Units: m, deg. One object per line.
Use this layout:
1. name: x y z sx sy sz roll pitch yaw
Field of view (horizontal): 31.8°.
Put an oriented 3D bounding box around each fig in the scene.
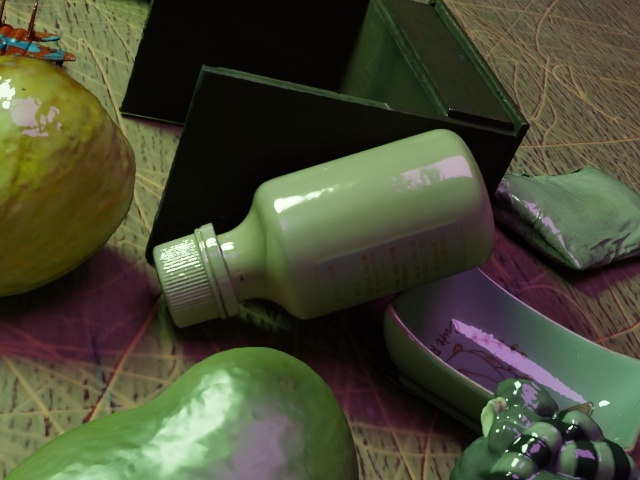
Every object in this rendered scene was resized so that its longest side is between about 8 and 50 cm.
1. fig: -0.220 -0.007 0.796 0.159 0.159 0.257 15 52 -14

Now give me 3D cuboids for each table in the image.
1. table: -0.013 -0.111 1.008 0.282 0.196 0.251 9 35 -22

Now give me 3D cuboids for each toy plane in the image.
1. toy plane: -0.297 -0.164 1.031 0.130 0.061 0.189 17 36 -12

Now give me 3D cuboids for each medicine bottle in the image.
1. medicine bottle: 0.000 0.000 0.860 0.252 0.114 0.114 -17 41 -6

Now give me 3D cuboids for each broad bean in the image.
1. broad bean: -0.083 0.175 0.631 0.189 0.121 0.263 42 50 18

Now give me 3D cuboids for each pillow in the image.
1. pillow: 0.288 -0.028 1.222 0.229 0.050 0.148 -12 53 -43

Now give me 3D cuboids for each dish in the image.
1. dish: 0.152 0.108 0.898 0.212 0.077 0.151 31 30 15

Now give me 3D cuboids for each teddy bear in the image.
1. teddy bear: 0.134 0.213 0.672 0.171 0.144 0.251 40 35 0
